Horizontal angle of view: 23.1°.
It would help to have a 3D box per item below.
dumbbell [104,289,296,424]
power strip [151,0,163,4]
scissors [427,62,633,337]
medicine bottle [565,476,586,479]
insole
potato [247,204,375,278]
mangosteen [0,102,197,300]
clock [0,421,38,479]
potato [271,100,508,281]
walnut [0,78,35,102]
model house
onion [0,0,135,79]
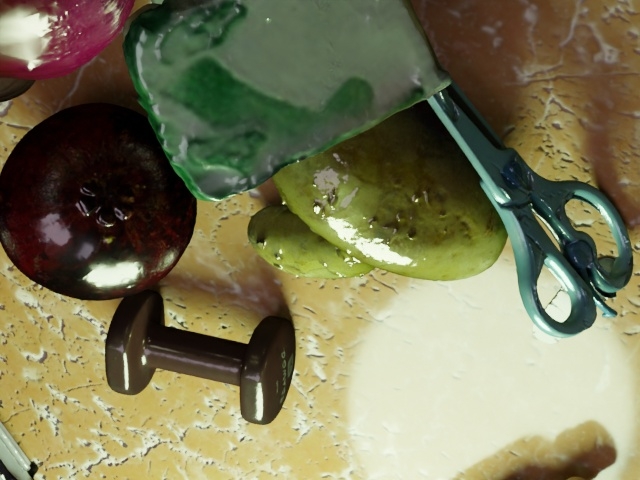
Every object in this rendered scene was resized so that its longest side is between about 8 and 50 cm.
[{"bbox_3d":[-0.149,0.145,1.963,0.225,0.124,0.140,12,126,14],"label":"dumbbell"},{"bbox_3d":[-0.114,-0.359,1.650,0.193,0.059,0.265,-5,123,17],"label":"power strip"},{"bbox_3d":[0.206,-0.061,1.646,0.032,0.180,0.393,-14,121,50],"label":"scissors"},{"bbox_3d":[0.242,0.376,1.969,0.114,0.114,0.252,45,127,-11],"label":"medicine bottle"},{"bbox_3d":[0.297,0.070,1.814,0.053,0.002,0.153,33,127,-2],"label":"insole"},{"bbox_3d":[0.000,0.000,1.825,0.188,0.085,0.105,3,156,44],"label":"potato"},{"bbox_3d":[-0.271,-0.039,1.854,0.235,0.235,0.261,45,165,-11],"label":"mangosteen"},{"bbox_3d":[-0.535,0.283,2.233,0.186,0.083,0.253,-20,113,30],"label":"clock"},{"bbox_3d":[0.074,-0.074,1.685,0.307,0.210,0.173,34,127,-12],"label":"potato"},{"bbox_3d":[-0.397,-0.230,1.806,0.162,0.140,0.140,15,127,21],"label":"walnut"},{"bbox_3d":[-0.059,-0.211,1.549,0.267,0.325,0.194,-28,112,1],"label":"model house"},{"bbox_3d":[-0.374,-0.267,1.579,0.347,0.385,0.348,31,166,9],"label":"onion"}]
